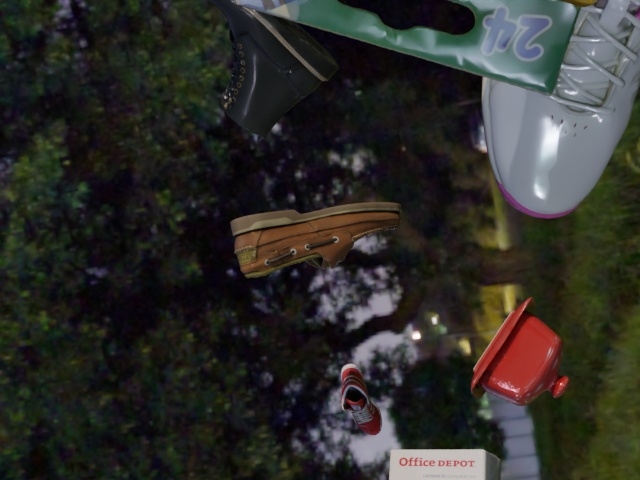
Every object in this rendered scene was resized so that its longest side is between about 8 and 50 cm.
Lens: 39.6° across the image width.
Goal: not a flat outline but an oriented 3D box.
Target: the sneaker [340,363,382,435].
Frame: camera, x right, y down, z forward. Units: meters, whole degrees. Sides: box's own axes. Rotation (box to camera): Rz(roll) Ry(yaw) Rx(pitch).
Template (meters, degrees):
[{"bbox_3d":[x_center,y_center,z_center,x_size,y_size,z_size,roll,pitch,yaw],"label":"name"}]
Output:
[{"bbox_3d":[0.058,0.241,1.270,0.067,0.042,0.118,-88,-24,-71],"label":"sneaker"}]

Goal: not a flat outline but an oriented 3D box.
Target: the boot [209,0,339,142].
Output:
[{"bbox_3d":[-0.093,-0.208,1.011,0.198,0.137,0.077,37,-161,-26],"label":"boot"}]

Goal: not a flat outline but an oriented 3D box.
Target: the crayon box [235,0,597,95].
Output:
[{"bbox_3d":[0.076,-0.253,0.447,0.083,0.203,0.323,-51,-22,-72],"label":"crayon box"}]

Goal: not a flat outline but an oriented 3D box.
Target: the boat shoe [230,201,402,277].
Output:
[{"bbox_3d":[0.000,0.000,1.496,0.111,0.307,0.104,154,106,-69],"label":"boat shoe"}]

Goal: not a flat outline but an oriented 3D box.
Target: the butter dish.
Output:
[{"bbox_3d":[0.299,0.180,1.271,0.160,0.118,0.160,-55,-21,-4],"label":"butter dish"}]

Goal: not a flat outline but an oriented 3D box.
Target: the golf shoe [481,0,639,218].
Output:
[{"bbox_3d":[0.189,-0.162,0.617,0.140,0.115,0.306,-73,-4,-82],"label":"golf shoe"}]

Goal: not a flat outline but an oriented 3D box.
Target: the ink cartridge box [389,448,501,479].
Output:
[{"bbox_3d":[0.149,0.346,1.085,0.072,0.127,0.175,39,-130,-54],"label":"ink cartridge box"}]
